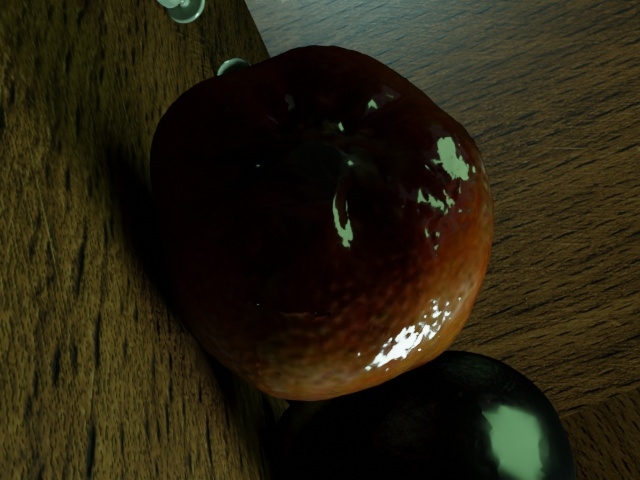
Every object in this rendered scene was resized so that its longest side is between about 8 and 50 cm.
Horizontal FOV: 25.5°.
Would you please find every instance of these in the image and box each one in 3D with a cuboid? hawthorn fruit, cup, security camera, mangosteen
[{"bbox_3d":[0.000,-0.014,1.148,0.311,0.295,0.295,5,62,-86],"label":"hawthorn fruit"},{"bbox_3d":[-0.117,-0.224,2.126,0.083,0.054,0.075,62,5,-67],"label":"cup"},{"bbox_3d":[-0.189,-0.317,1.804,0.058,0.058,0.092,68,13,13],"label":"security camera"},{"bbox_3d":[0.082,0.209,1.293,0.302,0.275,0.275,32,-12,25],"label":"mangosteen"}]
